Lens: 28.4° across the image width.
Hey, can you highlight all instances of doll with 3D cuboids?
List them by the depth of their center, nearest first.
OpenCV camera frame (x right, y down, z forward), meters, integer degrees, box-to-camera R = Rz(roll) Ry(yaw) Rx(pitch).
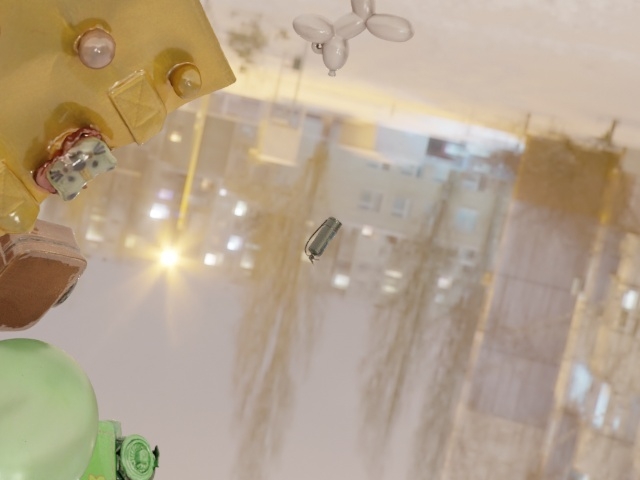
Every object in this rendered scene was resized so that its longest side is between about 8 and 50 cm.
[{"bbox_3d":[0.042,-0.303,1.687,0.160,0.161,0.059,-6,-169,11],"label":"doll"}]

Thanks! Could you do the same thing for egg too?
[{"bbox_3d":[-0.406,0.253,1.651,0.220,0.220,0.269,13,-130,6],"label":"egg"}]

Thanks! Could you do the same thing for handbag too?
[{"bbox_3d":[-0.294,-0.162,1.280,0.133,0.401,0.283,47,167,43],"label":"handbag"},{"bbox_3d":[-0.433,0.054,1.821,0.151,0.193,0.072,12,-139,-50],"label":"handbag"}]

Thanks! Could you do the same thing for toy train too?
[{"bbox_3d":[-0.347,0.386,1.916,0.132,0.243,0.188,-19,157,33],"label":"toy train"}]

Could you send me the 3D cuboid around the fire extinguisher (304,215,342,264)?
[{"bbox_3d":[0.000,0.000,2.042,0.038,0.083,0.025,25,165,31],"label":"fire extinguisher"}]
